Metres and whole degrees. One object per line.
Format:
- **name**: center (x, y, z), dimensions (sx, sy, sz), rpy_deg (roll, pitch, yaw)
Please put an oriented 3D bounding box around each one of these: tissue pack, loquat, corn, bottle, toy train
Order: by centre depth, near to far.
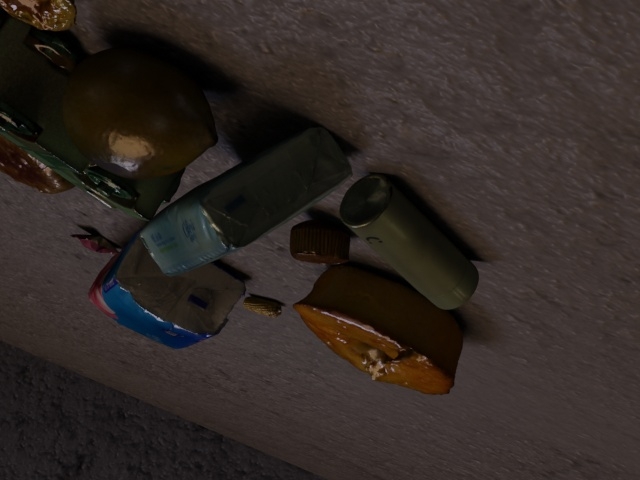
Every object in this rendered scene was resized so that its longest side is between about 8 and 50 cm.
- **loquat**: center (-0.198, -0.138, 1.497), dimensions (0.195, 0.152, 0.152), rpy_deg (8, 157, 26)
- **tissue pack**: center (-0.093, -0.043, 1.566), dimensions (0.089, 0.177, 0.263), rpy_deg (58, 158, -4)
- **bottle**: center (0.107, 0.005, 1.581), dimensions (0.072, 0.072, 0.201), rpy_deg (8, 155, 45)
- **toy train**: center (-0.310, -0.153, 1.636), dimensions (0.326, 0.129, 0.159), rpy_deg (36, 166, -30)
- **corn**: center (-0.095, 0.112, 2.256), dimensions (0.083, 0.028, 0.027), rpy_deg (11, 137, 40)
- **tissue pack**: center (-0.262, 0.093, 2.257), dimensions (0.209, 0.137, 0.269), rpy_deg (29, 162, -12)

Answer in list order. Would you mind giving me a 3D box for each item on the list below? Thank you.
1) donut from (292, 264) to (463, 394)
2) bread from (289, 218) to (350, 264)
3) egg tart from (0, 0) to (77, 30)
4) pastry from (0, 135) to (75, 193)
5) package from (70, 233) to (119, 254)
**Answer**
- **donut**: center (0.083, 0.130, 1.910), dimensions (0.253, 0.118, 0.253), rpy_deg (21, 163, 7)
- **bread**: center (0.000, 0.000, 1.755), dimensions (0.085, 0.053, 0.085), rpy_deg (7, 171, 1)
- **egg tart**: center (-0.302, -0.267, 1.412), dimensions (0.130, 0.052, 0.130), rpy_deg (24, 161, 9)
- **pastry**: center (-0.404, -0.146, 1.842), dimensions (0.182, 0.093, 0.192), rpy_deg (19, 157, 25)
- **package**: center (-0.393, 0.007, 2.381), dimensions (0.083, 0.029, 0.059), rpy_deg (28, 168, -37)
